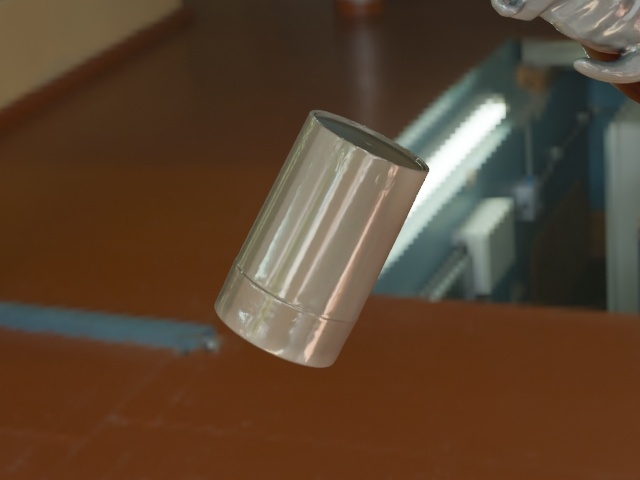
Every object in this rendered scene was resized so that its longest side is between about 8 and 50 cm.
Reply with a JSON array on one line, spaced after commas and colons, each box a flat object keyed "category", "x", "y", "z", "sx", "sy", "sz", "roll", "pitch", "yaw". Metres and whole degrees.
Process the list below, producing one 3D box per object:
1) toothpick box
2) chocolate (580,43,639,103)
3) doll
[{"category": "toothpick box", "x": 0.000, "y": 0.000, "z": 1.410, "sx": 0.111, "sy": 0.181, "sz": 0.111, "roll": 25, "pitch": 13, "yaw": -6}, {"category": "chocolate", "x": 0.333, "y": -0.274, "z": 1.528, "sx": 0.383, "sy": 0.331, "sz": 0.384, "roll": -10, "pitch": 35, "yaw": 7}, {"category": "doll", "x": 0.171, "y": -0.139, "z": 0.897, "sx": 0.194, "sy": 0.104, "sz": 0.062, "roll": -16, "pitch": 13, "yaw": -21}]
